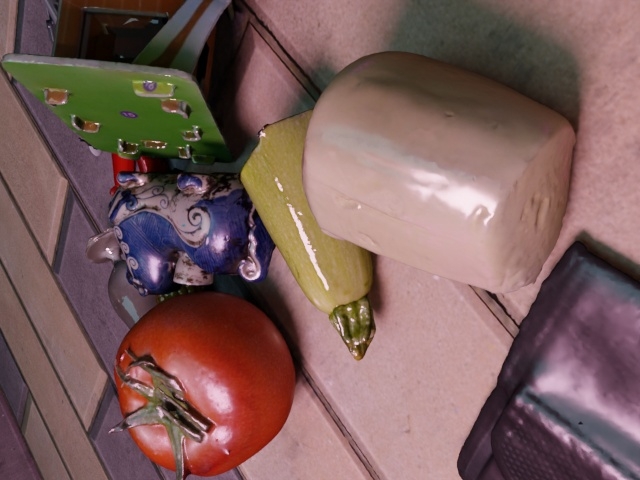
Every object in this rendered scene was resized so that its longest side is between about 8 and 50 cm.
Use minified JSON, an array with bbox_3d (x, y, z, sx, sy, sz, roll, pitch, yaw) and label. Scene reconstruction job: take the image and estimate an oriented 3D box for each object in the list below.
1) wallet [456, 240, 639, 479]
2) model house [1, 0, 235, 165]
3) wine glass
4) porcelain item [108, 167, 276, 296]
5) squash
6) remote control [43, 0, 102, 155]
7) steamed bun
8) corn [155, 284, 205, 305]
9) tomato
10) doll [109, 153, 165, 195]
[{"bbox_3d":[0.258,0.194,0.553,0.247,0.041,0.323,39,127,30],"label":"wallet"},{"bbox_3d":[-0.149,-0.284,0.768,0.300,0.339,0.324,87,-173,-81],"label":"model house"},{"bbox_3d":[-0.340,0.086,1.121,0.222,0.103,0.103,52,135,21],"label":"wine glass"},{"bbox_3d":[-0.180,-0.007,0.840,0.287,0.138,0.186,5,97,34],"label":"porcelain item"},{"bbox_3d":[-0.005,-0.003,0.720,0.137,0.137,0.288,-5,109,48],"label":"squash"},{"bbox_3d":[-0.416,-0.271,1.056,0.103,0.051,0.293,56,156,22],"label":"remote control"},{"bbox_3d":[0.111,-0.066,0.548,0.225,0.170,0.200,26,156,21],"label":"steamed bun"},{"bbox_3d":[-0.229,0.077,1.003,0.097,0.097,0.320,2,103,47],"label":"corn"},{"bbox_3d":[-0.160,0.197,0.858,0.255,0.224,0.256,5,101,26],"label":"tomato"},{"bbox_3d":[-0.316,-0.235,0.989,0.188,0.099,0.384,23,123,41],"label":"doll"}]
